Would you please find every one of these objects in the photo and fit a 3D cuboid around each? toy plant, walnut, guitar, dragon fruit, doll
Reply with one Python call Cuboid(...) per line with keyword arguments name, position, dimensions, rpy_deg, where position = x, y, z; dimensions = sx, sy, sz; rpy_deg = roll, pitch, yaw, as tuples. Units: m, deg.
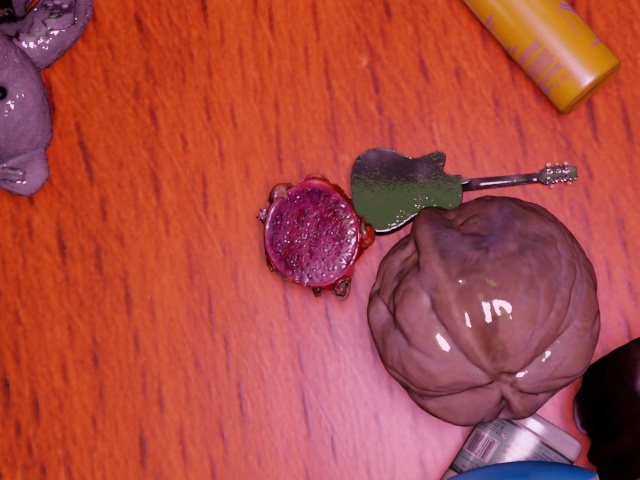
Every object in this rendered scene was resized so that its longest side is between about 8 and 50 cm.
Cuboid(name="toy plant", position=(0.336, 0.197, 0.943), dimensions=(0.175, 0.218, 0.235), rpy_deg=(-28, 70, 9))
Cuboid(name="walnut", position=(0.147, 0.058, 0.977), dimensions=(0.224, 0.224, 0.224), rpy_deg=(-1, 81, 4))
Cuboid(name="guitar", position=(0.146, -0.058, 1.086), dimensions=(0.233, 0.025, 0.088), rpy_deg=(-5, 79, 3))
Cuboid(name="dragon fruit", position=(-0.002, -0.005, 1.070), dimensions=(0.126, 0.068, 0.112), rpy_deg=(27, 90, 18))
Cuboid(name="doll", position=(-0.362, -0.223, 1.082), dimensions=(0.246, 0.158, 0.340), rpy_deg=(8, 78, -7))

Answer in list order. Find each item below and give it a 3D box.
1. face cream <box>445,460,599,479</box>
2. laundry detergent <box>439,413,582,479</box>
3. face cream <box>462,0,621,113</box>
Cuboid(name="face cream", position=(0.207, 0.330, 0.958), dimensions=(0.139, 0.067, 0.285), rpy_deg=(-15, 98, -5))
Cuboid(name="laundry detergent", position=(0.151, 0.264, 1.012), dimensions=(0.099, 0.070, 0.225), rpy_deg=(33, 84, 1))
Cuboid(name="face cream", position=(0.190, -0.255, 1.089), dimensions=(0.078, 0.078, 0.273), rpy_deg=(-38, 80, -3))
